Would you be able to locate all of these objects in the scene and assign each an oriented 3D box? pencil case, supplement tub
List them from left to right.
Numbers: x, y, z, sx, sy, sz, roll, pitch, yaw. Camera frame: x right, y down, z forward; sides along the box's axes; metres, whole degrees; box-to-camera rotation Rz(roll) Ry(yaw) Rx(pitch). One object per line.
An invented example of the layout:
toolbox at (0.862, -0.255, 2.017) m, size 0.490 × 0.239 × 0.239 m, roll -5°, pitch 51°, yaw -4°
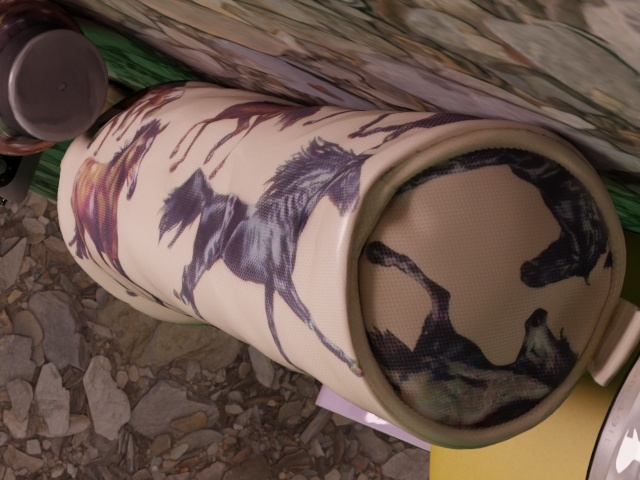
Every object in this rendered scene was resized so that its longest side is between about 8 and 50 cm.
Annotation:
supplement tub at (-0.217, -0.113, 1.124) m, size 0.106 × 0.106 × 0.198 m, roll 29°, pitch 173°, yaw -41°
pencil case at (0.000, 0.000, 0.980) m, size 0.183 × 0.160 × 0.410 m, roll 16°, pitch 180°, yaw -29°

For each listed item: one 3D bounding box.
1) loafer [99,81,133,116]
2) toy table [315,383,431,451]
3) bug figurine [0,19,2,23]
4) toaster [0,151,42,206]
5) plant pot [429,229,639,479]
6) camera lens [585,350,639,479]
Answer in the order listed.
loafer at (-0.202, -0.110, 1.380) m, size 0.056 × 0.050 × 0.148 m, roll 28°, pitch 173°, yaw -37°
toy table at (0.153, 0.138, 1.662) m, size 0.274 × 0.161 × 0.252 m, roll 25°, pitch 174°, yaw -14°
bug figurine at (-0.269, -0.160, 0.904) m, size 0.216 × 0.072 × 0.279 m, roll 9°, pitch 174°, yaw -12°
toaster at (-0.389, -0.122, 1.779) m, size 0.168 × 0.110 × 0.185 m, roll 29°, pitch 173°, yaw -39°
plant pot at (0.189, 0.110, 1.072) m, size 0.212 × 0.187 × 0.212 m, roll 20°, pitch 173°, yaw 45°
camera lens at (0.279, 0.145, 0.825) m, size 0.274 × 0.219 × 0.219 m, roll 20°, pitch 173°, yaw 40°
